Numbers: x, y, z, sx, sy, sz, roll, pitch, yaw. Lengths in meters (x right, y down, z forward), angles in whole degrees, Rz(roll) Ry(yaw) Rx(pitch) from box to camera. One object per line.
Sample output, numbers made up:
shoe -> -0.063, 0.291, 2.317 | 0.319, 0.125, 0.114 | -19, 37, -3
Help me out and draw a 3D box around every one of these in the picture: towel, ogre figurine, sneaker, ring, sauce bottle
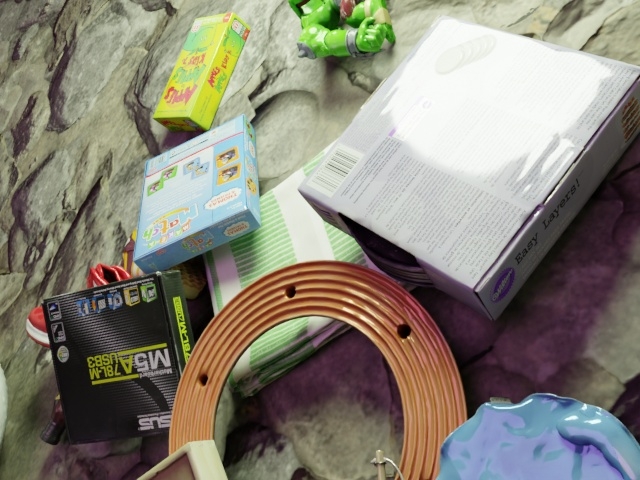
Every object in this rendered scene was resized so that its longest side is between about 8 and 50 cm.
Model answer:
towel -> 0.000, 0.000, 0.829 | 0.324, 0.038, 0.248 | -36, 48, 19
ogre figurine -> 0.028, -0.298, 0.933 | 0.118, 0.097, 0.197 | -13, 70, 21
sneaker -> -0.212, 0.046, 0.966 | 0.084, 0.069, 0.185 | -59, 38, 9
sneaker -> -0.308, 0.085, 0.979 | 0.221, 0.087, 0.128 | 11, 99, 30
ring -> -0.013, 0.184, 0.711 | 0.336, 0.032, 0.337 | -11, 69, 29
sauce bottle -> -0.335, 0.213, 0.985 | 0.042, 0.042, 0.128 | 25, 82, 45

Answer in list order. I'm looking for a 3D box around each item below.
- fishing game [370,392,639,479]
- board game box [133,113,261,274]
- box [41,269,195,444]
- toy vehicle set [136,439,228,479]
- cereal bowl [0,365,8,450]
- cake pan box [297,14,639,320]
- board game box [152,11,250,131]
fishing game -> 0.169, 0.211, 0.562 | 0.264, 0.041, 0.189 | -16, 61, 21
board game box -> -0.157, -0.064, 0.941 | 0.160, 0.039, 0.212 | -23, 39, 12
box -> -0.235, 0.142, 0.870 | 0.190, 0.045, 0.184 | -12, 86, 25
toy vehicle set -> -0.125, 0.350, 0.689 | 0.166, 0.035, 0.267 | -38, 60, 23
cereal bowl -> -0.568, 0.297, 1.056 | 0.338, 0.141, 0.339 | -21, 51, 29
cake pan box -> 0.137, -0.082, 0.703 | 0.245, 0.070, 0.267 | 30, 78, 44
board game box -> -0.182, -0.257, 1.119 | 0.092, 0.043, 0.181 | 7, 71, 42
